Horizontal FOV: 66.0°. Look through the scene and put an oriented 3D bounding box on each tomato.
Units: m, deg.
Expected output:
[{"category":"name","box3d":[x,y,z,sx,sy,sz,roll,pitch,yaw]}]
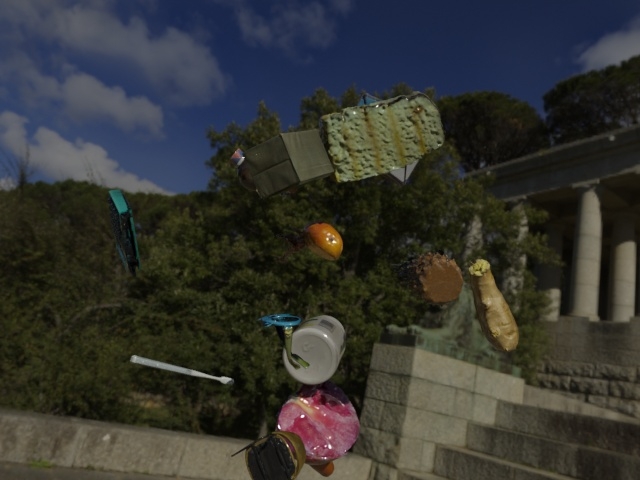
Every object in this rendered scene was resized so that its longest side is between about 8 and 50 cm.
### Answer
[{"category":"tomato","box3d":[-0.026,0.702,1.834,0.289,0.335,0.176,37,-52,12]}]

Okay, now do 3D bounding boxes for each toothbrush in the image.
[{"category":"toothbrush","box3d":[-0.436,0.417,1.580,0.342,0.025,0.030,22,-14,-27]}]

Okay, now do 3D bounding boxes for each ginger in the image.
[{"category":"ginger","box3d":[0.695,0.249,1.948,0.166,0.376,0.236,-2,6,42]}]

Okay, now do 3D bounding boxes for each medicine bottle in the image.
[{"category":"medicine bottle","box3d":[-0.010,0.406,1.907,0.208,0.208,0.339,10,4,9]}]

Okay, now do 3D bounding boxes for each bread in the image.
[{"category":"bread","box3d":[0.195,-0.359,1.688,0.395,0.239,0.264,-16,15,0]}]

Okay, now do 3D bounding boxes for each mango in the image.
[{"category":"mango","box3d":[0.004,-0.005,1.792,0.141,0.102,0.217,49,-15,-29]}]

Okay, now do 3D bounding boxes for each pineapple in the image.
[{"category":"pineapple","box3d":[0.331,0.094,1.567,0.165,0.166,0.364,14,7,-5]}]

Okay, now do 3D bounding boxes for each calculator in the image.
[{"category":"calculator","box3d":[-0.722,-0.033,1.802,0.058,0.274,0.248,-13,32,-28]}]

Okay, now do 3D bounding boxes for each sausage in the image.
[{"category":"sausage","box3d":[0.000,0.877,1.951,0.076,0.076,0.197,3,-37,30]}]

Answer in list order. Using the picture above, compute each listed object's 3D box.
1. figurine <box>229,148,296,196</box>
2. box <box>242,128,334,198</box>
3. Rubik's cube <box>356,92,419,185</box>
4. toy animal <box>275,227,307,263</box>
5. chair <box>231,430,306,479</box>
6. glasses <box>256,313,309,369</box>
[{"category":"figurine","box3d":[-0.222,-0.264,1.918,0.275,0.161,0.158,12,-46,-13]},{"category":"box","box3d":[-0.089,-0.230,1.481,0.148,0.155,0.231,-20,6,30]},{"category":"Rubik's cube","box3d":[0.257,-0.410,2.004,0.259,0.260,0.254,32,4,37]},{"category":"toy animal","box3d":[-0.121,0.028,2.049,0.224,0.066,0.230,-17,-26,15]},{"category":"chair","box3d":[-0.137,0.666,1.484,0.172,0.159,0.247,-26,-15,-5]},{"category":"glasses","box3d":[-0.086,0.291,1.477,0.207,0.102,0.239,54,-13,-8]}]
